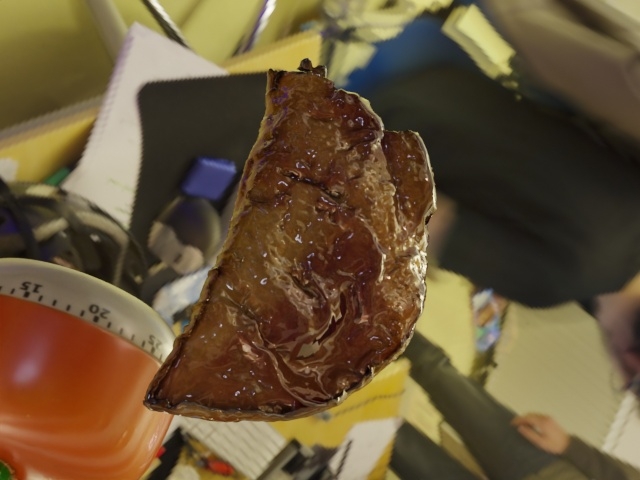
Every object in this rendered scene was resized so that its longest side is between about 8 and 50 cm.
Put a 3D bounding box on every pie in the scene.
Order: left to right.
[{"bbox_3d":[0.000,0.000,0.389,0.034,0.092,0.169,123,-16,-55],"label":"pie"}]

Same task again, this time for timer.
[{"bbox_3d":[-0.138,0.080,0.492,0.136,0.136,0.099,-35,162,-20],"label":"timer"}]
